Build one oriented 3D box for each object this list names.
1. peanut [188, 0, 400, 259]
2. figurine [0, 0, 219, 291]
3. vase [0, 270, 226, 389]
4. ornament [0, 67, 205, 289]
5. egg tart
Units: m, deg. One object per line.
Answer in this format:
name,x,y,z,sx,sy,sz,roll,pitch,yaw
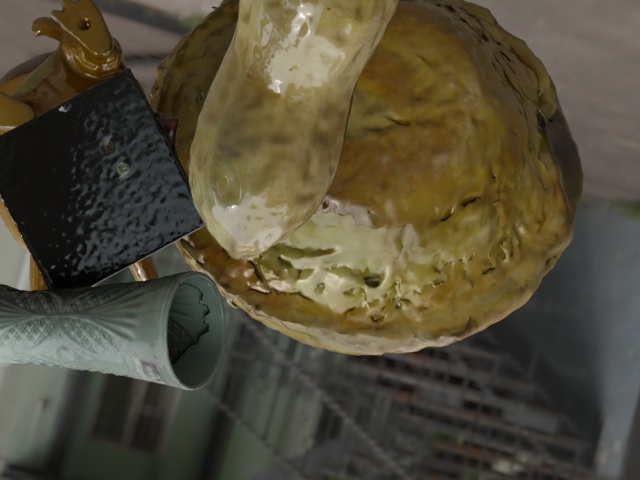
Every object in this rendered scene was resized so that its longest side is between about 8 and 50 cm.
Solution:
peanut,-0.016,-0.114,1.006,0.101,0.263,0.117,23,-172,18
figurine,-0.282,-0.076,1.803,0.268,0.401,0.387,21,160,1
vase,-0.195,0.073,1.340,0.219,0.096,0.096,-1,169,27
ornament,-0.191,-0.061,1.469,0.166,0.153,0.196,-27,-172,1
egg tart,0.047,-0.106,1.561,0.443,0.443,0.178,15,154,-1
